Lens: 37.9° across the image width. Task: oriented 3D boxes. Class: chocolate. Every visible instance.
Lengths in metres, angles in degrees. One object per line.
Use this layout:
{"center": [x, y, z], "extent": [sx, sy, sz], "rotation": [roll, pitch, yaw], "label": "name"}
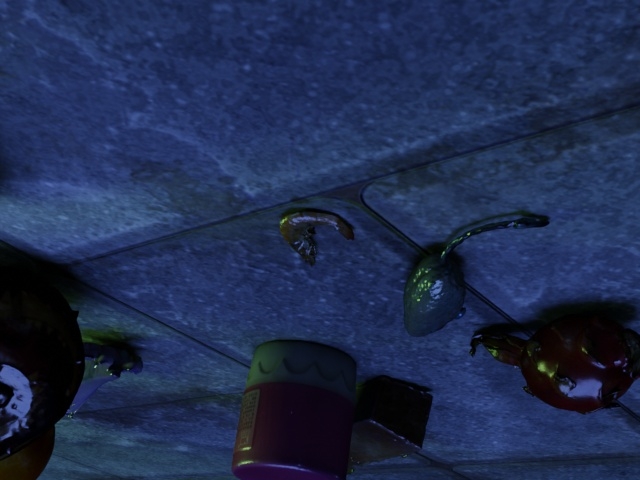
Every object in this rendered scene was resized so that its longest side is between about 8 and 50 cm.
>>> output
{"center": [0.051, 0.319, 1.593], "extent": [0.112, 0.112, 0.321], "rotation": [29, 149, -19], "label": "chocolate"}

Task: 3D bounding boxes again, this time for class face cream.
{"center": [-0.036, 0.271, 1.419], "extent": [0.175, 0.195, 0.175], "rotation": [6, 152, 3], "label": "face cream"}

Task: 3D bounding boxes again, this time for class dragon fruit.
{"center": [0.293, 0.147, 1.188], "extent": [0.246, 0.125, 0.125], "rotation": [8, 173, 40], "label": "dragon fruit"}

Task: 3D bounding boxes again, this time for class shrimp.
{"center": [0.000, 0.000, 1.065], "extent": [0.083, 0.023, 0.114], "rotation": [-1, 148, 13], "label": "shrimp"}

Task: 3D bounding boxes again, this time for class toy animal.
{"center": [0.152, 0.034, 1.054], "extent": [0.079, 0.070, 0.253], "rotation": [-17, 154, -32], "label": "toy animal"}

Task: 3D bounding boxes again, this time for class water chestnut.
{"center": [-0.478, 0.160, 1.288], "extent": [0.299, 0.300, 0.300], "rotation": [7, 153, 4], "label": "water chestnut"}

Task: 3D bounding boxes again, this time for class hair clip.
{"center": [-0.383, 0.213, 1.544], "extent": [0.137, 0.090, 0.278], "rotation": [23, 145, -26], "label": "hair clip"}

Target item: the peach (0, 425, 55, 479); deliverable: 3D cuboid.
{"center": [-0.671, 0.387, 1.763], "extent": [0.332, 0.308, 0.308], "rotation": [-8, 153, -3], "label": "peach"}
